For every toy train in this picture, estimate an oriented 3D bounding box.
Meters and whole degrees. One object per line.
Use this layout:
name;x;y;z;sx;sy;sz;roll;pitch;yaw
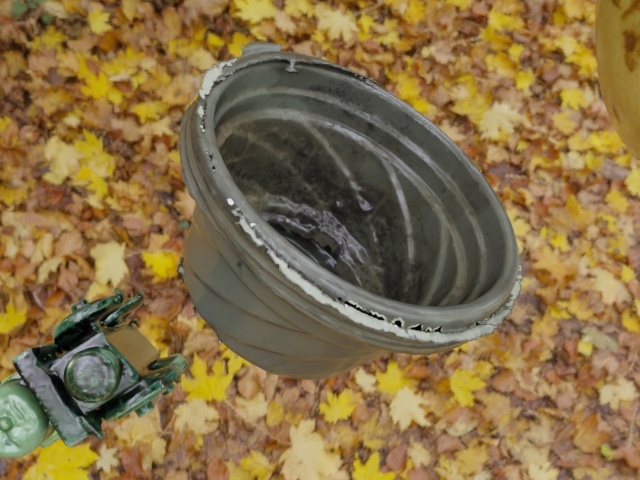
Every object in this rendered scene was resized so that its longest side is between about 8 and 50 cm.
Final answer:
toy train;-0.164;0.097;0.497;0.132;0.200;0.083;-33;88;-8

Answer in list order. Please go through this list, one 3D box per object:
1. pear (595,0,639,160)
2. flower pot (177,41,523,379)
pear;0.395;-0.189;0.649;0.310;0.309;0.309;7;51;-8
flower pot;0.000;0.000;0.476;0.236;0.140;0.235;24;38;-20
